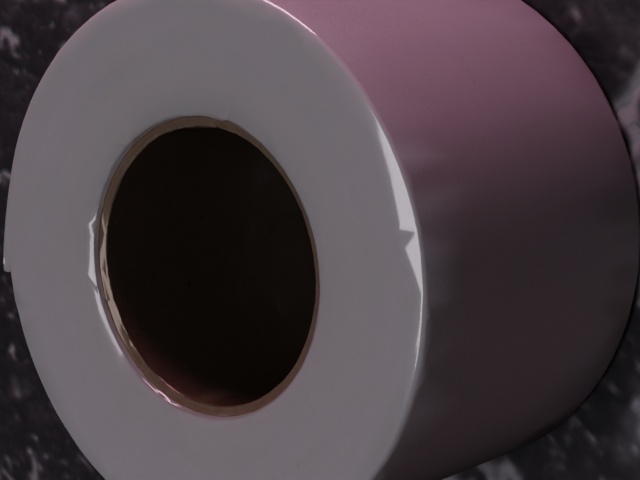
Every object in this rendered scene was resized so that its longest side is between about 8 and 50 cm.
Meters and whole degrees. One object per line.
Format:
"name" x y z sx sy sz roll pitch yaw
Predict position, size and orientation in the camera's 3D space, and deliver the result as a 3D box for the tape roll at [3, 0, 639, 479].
"tape roll" 0.000 0.000 0.886 0.246 0.169 0.246 9 104 39
